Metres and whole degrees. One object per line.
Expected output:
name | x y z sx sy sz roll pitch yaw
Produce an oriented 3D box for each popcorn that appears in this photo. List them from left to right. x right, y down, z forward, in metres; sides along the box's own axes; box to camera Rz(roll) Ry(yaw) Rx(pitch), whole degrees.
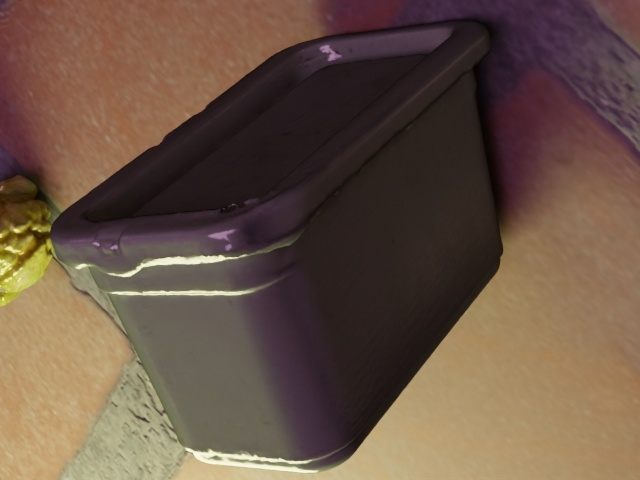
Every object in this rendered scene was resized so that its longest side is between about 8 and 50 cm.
popcorn | -0.295 0.002 1.122 0.121 0.106 0.116 2 121 32

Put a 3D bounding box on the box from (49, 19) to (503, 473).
box | 0.000 0.000 0.808 0.175 0.312 0.182 -2 116 35
